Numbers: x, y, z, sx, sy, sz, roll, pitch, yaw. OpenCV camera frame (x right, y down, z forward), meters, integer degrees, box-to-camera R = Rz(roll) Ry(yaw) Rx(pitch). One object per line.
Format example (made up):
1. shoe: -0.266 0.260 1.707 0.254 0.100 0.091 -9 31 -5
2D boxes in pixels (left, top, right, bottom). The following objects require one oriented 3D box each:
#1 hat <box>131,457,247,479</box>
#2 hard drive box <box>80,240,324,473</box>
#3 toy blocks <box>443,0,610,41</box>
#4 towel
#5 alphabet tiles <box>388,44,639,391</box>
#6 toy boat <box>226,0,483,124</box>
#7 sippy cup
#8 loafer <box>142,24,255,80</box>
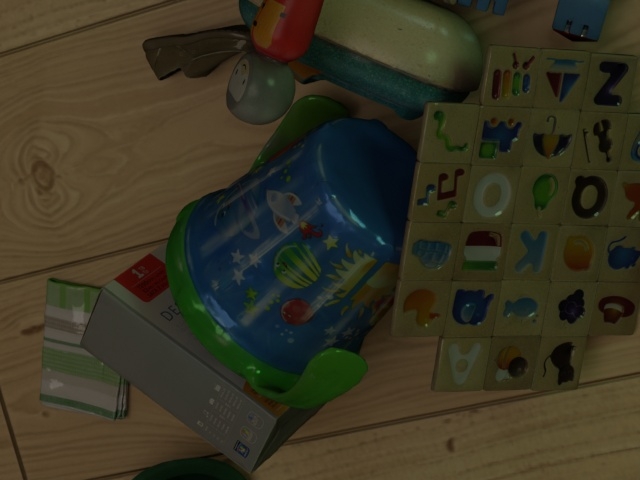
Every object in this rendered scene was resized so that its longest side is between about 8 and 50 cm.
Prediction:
1. hat: -0.197 0.294 2.248 0.208 0.183 0.173 -11 113 -18
2. hard drive box: -0.104 0.109 2.077 0.232 0.181 0.089 35 128 13
3. toy blocks: 0.158 -0.338 1.882 0.381 0.191 0.261 15 132 3
4. towel: -0.270 0.125 2.246 0.113 0.023 0.152 9 104 21
5. alphabet tiles: 0.206 -0.016 1.902 0.011 0.285 0.343 31 117 58
6. toy boat: 0.004 -0.186 1.900 0.267 0.318 0.148 27 104 18
7. sippy cup: 0.000 0.000 1.963 0.224 0.240 0.305 -42 73 39
8. loafer: -0.121 -0.200 2.101 0.148 0.056 0.050 -3 101 34
